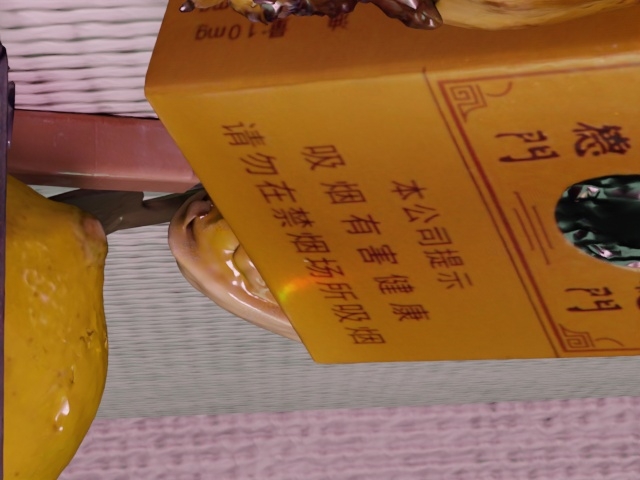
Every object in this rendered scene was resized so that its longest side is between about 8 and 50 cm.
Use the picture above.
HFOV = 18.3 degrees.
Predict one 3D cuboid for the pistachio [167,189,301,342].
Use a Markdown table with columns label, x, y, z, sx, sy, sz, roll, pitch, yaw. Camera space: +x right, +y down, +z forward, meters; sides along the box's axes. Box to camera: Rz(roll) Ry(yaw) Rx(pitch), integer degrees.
| label | x | y | z | sx | sy | sz | roll | pitch | yaw |
| --- | --- | --- | --- | --- | --- | --- | --- | --- | --- |
| pistachio | 0.000 | 0.000 | 1.467 | 0.229 | 0.157 | 0.157 | 13 | 162 | -36 |

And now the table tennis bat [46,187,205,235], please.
| label | x | y | z | sx | sy | sz | roll | pitch | yaw |
| --- | --- | --- | --- | --- | --- | --- | --- | --- | --- |
| table tennis bat | -0.172 | -0.013 | 1.482 | 0.234 | 0.022 | 0.131 | -12 | 161 | -45 |

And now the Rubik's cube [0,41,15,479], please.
| label | x | y | z | sx | sy | sz | roll | pitch | yaw |
| --- | --- | --- | --- | --- | --- | --- | --- | --- | --- |
| Rubik's cube | -0.356 | 0.019 | 0.992 | 0.307 | 0.310 | 0.305 | -3 | 173 | 28 |

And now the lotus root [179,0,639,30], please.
| label | x | y | z | sx | sy | sz | roll | pitch | yaw |
| --- | --- | --- | --- | --- | --- | --- | --- | --- | --- |
| lotus root | 0.096 | -0.154 | 0.686 | 0.314 | 0.141 | 0.169 | -11 | 172 | -4 |

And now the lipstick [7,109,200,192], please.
| label | x | y | z | sx | sy | sz | roll | pitch | yaw |
| --- | --- | --- | --- | --- | --- | --- | --- | --- | --- |
| lipstick | -0.155 | -0.059 | 1.340 | 0.145 | 0.045 | 0.045 | 3 | 169 | -23 |

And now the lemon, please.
| label | x | y | z | sx | sy | sz | roll | pitch | yaw |
| --- | --- | --- | --- | --- | --- | --- | --- | --- | --- |
| lemon | -0.266 | 0.073 | 1.251 | 0.310 | 0.258 | 0.258 | -34 | 166 | 2 |

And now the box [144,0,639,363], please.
| label | x | y | z | sx | sy | sz | roll | pitch | yaw |
| --- | --- | --- | --- | --- | --- | --- | --- | --- | --- |
| box | 0.154 | -0.053 | 0.985 | 0.415 | 0.115 | 0.264 | -2 | 144 | 22 |
